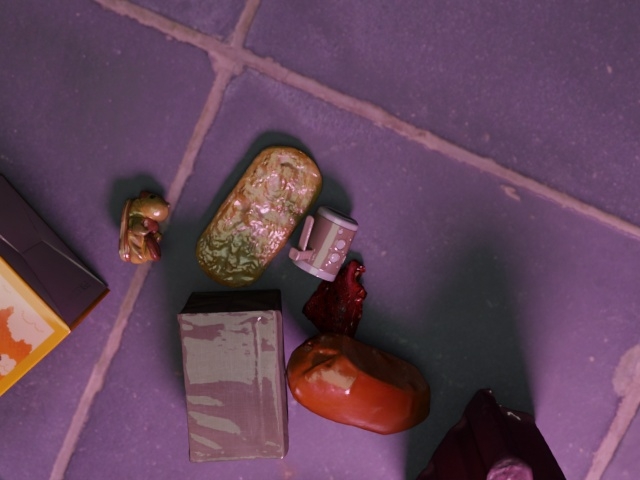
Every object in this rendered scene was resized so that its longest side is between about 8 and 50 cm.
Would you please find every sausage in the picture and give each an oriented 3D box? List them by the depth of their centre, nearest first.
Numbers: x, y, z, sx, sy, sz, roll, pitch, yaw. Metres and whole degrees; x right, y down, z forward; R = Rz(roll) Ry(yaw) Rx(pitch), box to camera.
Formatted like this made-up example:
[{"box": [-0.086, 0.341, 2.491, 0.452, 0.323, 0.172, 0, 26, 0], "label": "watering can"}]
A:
[{"box": [0.058, 0.221, 1.701, 0.258, 0.133, 0.133, 23, 101, -35], "label": "sausage"}]

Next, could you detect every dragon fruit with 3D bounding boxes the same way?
[{"box": [0.039, 0.100, 1.739, 0.097, 0.063, 0.131, 35, 98, -5], "label": "dragon fruit"}]

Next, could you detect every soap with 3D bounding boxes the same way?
[{"box": [0.238, 0.380, 1.633, 0.128, 0.359, 0.233, 32, 98, -3], "label": "soap"}]

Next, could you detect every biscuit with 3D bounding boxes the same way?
[{"box": [-0.096, -0.036, 1.735, 0.118, 0.029, 0.247, 35, 98, -5], "label": "biscuit"}]

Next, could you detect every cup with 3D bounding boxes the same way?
[{"box": [-0.003, -0.002, 1.711, 0.102, 0.074, 0.099, 22, 98, -31], "label": "cup"}]

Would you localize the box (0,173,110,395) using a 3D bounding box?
[{"box": [-0.490, 0.074, 1.630, 0.214, 0.283, 0.259, -43, 96, 6], "label": "box"}]

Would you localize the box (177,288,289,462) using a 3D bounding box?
[{"box": [-0.126, 0.202, 1.715, 0.155, 0.149, 0.232, -4, 100, 1], "label": "box"}]

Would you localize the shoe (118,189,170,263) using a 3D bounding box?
[{"box": [-0.270, -0.017, 1.722, 0.069, 0.072, 0.109, 8, 60, 11], "label": "shoe"}]
